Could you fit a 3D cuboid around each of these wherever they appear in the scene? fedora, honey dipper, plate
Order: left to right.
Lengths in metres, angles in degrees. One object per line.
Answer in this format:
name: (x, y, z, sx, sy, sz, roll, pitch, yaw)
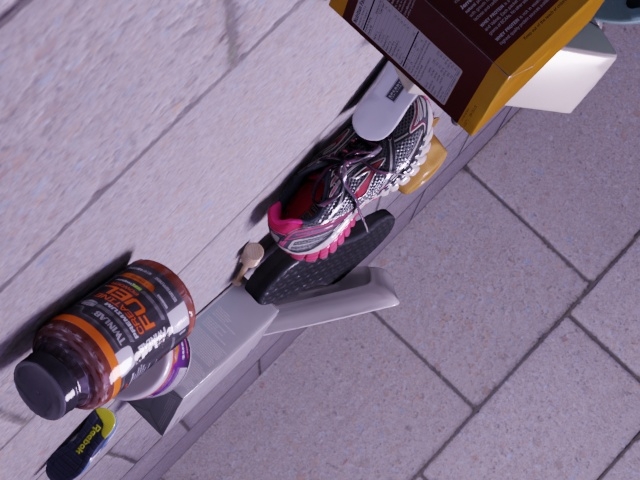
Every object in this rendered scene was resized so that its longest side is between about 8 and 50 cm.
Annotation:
honey dipper: (-0.118, 0.041, 1.922, 0.030, 0.030, 0.161, -44, 177, -23)
plate: (0.000, 0.103, 2.280, 0.277, 0.045, 0.278, -12, -171, 2)
fedora: (0.183, -0.151, 2.408, 0.194, 0.079, 0.194, -46, 173, -7)

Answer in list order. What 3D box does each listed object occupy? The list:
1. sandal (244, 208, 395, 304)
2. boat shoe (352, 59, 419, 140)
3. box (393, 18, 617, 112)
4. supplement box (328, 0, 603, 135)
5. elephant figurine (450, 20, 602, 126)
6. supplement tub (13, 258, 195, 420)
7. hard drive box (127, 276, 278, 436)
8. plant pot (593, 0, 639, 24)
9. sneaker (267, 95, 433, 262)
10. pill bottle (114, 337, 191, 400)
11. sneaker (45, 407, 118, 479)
sandal: (0.001, -0.001, 2.123, 0.167, 0.107, 0.445, -47, 166, 22)
boat shoe: (0.125, -0.230, 1.654, 0.228, 0.080, 0.076, -54, -172, 28)
box: (0.223, -0.237, 1.538, 0.275, 0.094, 0.113, 3, 140, -34)
supplement box: (0.147, -0.246, 1.164, 0.191, 0.194, 0.129, -44, 173, -20)
elephant figurine: (0.250, -0.304, 1.699, 0.239, 0.186, 0.169, -23, 141, 13)
supplement tub: (-0.226, 0.107, 1.299, 0.198, 0.106, 0.106, -40, 171, -46)
hard drive box: (-0.194, 0.190, 2.041, 0.232, 0.089, 0.181, -42, 172, -33)
plant pot: (0.431, -0.415, 1.500, 0.334, 0.341, 0.341, -26, 160, -48)
sneaker: (0.047, -0.100, 1.748, 0.299, 0.121, 0.112, -51, 153, -4)
pill bottle: (-0.218, 0.140, 1.529, 0.108, 0.108, 0.193, -46, 174, -1)
sneaker: (-0.362, 0.318, 1.912, 0.144, 0.053, 0.059, -46, 175, 1)
